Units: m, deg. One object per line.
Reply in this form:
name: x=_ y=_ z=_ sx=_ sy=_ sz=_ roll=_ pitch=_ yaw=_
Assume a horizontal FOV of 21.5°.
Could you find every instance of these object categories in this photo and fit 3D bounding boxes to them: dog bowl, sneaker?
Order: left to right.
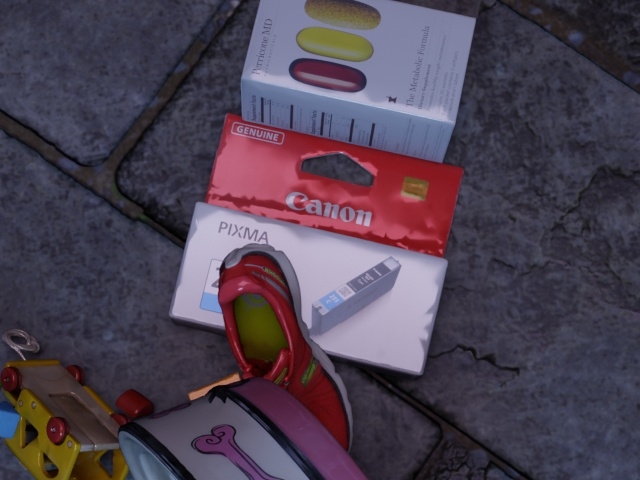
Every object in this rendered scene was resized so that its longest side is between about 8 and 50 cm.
sneaker: x=-0.050 y=0.143 z=1.823 sx=0.107 sy=0.118 sz=0.279 roll=-19 pitch=108 yaw=15
dog bowl: x=-0.029 y=0.315 z=1.699 sx=0.150 sy=0.408 sz=0.408 roll=-34 pitch=80 yaw=-17

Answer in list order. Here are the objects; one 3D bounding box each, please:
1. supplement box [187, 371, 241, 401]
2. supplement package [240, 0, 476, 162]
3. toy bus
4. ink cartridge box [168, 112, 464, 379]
supplement box: x=-0.113 y=0.176 z=1.871 sx=0.062 sy=0.098 sz=0.036 roll=-23 pitch=83 yaw=-7
supplement package: x=0.041 y=-0.195 z=1.932 sx=0.244 sy=0.134 sz=0.139 roll=12 pitch=73 yaw=1
toy bus: x=-0.295 y=0.208 z=1.855 sx=0.191 sy=0.202 sz=0.104 roll=22 pitch=109 yaw=-3
ink cartridge box: x=0.000 y=0.000 z=1.929 sx=0.296 sy=0.066 sz=0.261 roll=13 pitch=79 yaw=1
